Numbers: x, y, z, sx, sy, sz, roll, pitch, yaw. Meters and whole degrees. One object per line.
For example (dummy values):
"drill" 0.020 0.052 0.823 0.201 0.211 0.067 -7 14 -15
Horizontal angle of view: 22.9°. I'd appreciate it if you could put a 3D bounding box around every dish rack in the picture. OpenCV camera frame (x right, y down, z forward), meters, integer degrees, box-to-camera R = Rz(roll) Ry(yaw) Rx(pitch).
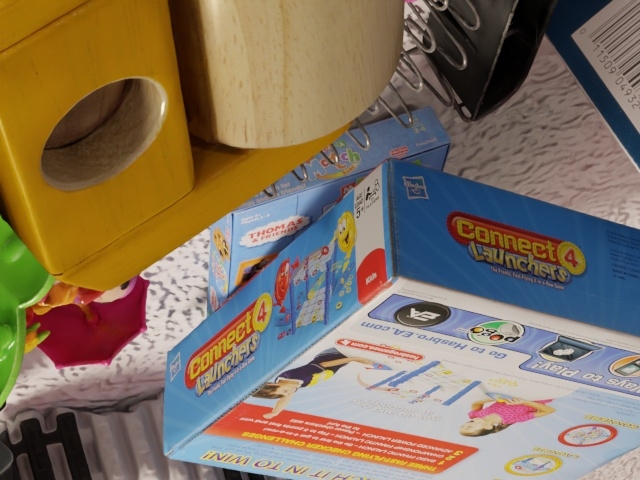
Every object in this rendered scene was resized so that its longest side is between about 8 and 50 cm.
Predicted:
"dish rack" 0.009 -0.108 0.862 0.271 0.074 0.208 -28 156 -22

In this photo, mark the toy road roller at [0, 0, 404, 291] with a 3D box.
"toy road roller" -0.148 -0.106 0.597 0.329 0.240 0.202 -32 154 -16

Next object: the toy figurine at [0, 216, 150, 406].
"toy figurine" -0.161 0.027 0.951 0.173 0.130 0.159 -44 160 28

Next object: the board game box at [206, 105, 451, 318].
"board game box" 0.000 0.000 1.116 0.160 0.039 0.211 -18 153 -16

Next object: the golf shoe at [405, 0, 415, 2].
"golf shoe" 0.025 -0.221 0.640 0.115 0.140 0.306 -22 152 -6

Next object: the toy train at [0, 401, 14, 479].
"toy train" -0.332 0.203 0.991 0.334 0.142 0.190 -42 163 -28

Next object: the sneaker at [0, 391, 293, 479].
"sneaker" -0.140 0.185 1.261 0.292 0.110 0.118 1 150 -30

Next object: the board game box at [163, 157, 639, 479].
"board game box" 0.094 0.084 1.091 0.308 0.086 0.302 15 146 -28

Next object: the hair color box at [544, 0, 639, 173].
"hair color box" 0.289 -0.082 1.084 0.105 0.174 0.347 -39 152 19
